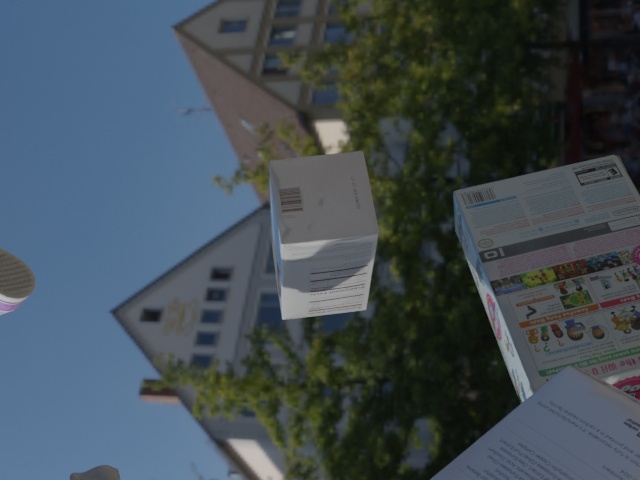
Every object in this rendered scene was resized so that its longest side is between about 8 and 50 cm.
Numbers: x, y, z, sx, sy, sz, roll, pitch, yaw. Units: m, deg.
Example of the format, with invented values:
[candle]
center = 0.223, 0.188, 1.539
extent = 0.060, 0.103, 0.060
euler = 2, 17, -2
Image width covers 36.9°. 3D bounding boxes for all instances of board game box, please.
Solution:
[board game box]
center = 0.310, 0.053, 1.158
extent = 0.098, 0.223, 0.303
euler = 79, 177, -51

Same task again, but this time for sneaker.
[sneaker]
center = -0.632, 0.032, 1.619
extent = 0.282, 0.161, 0.102
euler = 44, -130, -14

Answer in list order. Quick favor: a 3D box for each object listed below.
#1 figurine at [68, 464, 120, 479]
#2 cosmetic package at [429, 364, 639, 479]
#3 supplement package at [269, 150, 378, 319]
[figurine]
center = -0.374, 0.432, 1.352
extent = 0.092, 0.209, 0.215
euler = -157, 58, -74
[cosmetic package]
center = 0.123, 0.287, 0.682
extent = 0.155, 0.365, 0.197
euler = 32, 151, 56
[supplement package]
center = 0.000, 0.000, 1.382
extent = 0.244, 0.133, 0.139
euler = 93, 169, -60
